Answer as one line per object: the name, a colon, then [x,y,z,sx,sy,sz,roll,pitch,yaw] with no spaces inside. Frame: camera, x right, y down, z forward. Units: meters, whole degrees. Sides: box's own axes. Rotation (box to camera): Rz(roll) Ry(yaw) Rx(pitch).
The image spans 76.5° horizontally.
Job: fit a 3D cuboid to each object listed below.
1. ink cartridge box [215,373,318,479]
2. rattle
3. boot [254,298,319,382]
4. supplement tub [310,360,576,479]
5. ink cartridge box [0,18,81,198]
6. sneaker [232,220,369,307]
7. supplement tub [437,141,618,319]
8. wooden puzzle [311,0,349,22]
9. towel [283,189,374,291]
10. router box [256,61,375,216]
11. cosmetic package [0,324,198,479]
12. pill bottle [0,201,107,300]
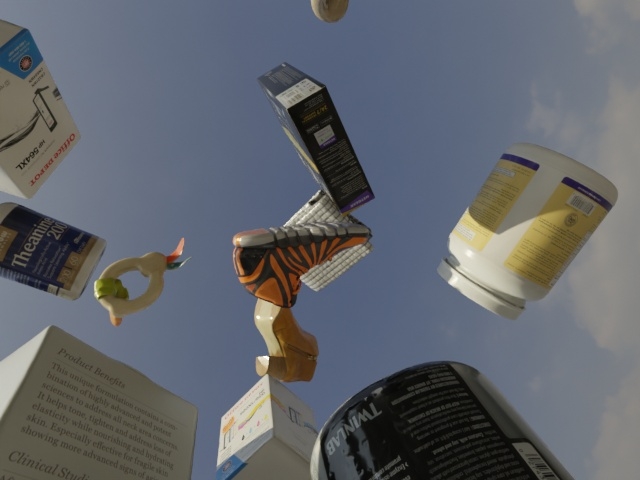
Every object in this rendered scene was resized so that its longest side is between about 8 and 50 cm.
ink cartridge box: [-0.116,0.465,0.925,0.171,0.232,0.168,-44,-74,2]
rattle: [-0.361,0.096,0.871,0.200,0.130,0.142,-42,-37,-32]
boot: [-0.088,0.263,1.196,0.211,0.104,0.295,24,-116,-48]
supplement tub: [0.125,0.255,0.265,0.194,0.316,0.193,-10,-57,-15]
ink cartridge box: [-0.449,-0.180,0.576,0.086,0.203,0.148,18,-120,1]
sneaker: [-0.038,0.053,0.955,0.321,0.124,0.180,-7,-80,-12]
supplement tub: [0.435,-0.018,0.893,0.241,0.241,0.331,19,-72,-34]
wooden puzzle: [0.017,-0.410,0.295,0.081,0.348,0.322,9,-97,0]
towel: [0.000,0.000,1.280,0.235,0.284,0.121,42,-150,-11]
router box: [-0.017,-0.222,0.850,0.081,0.309,0.243,-30,-55,0]
cosmetic package: [-0.424,0.417,0.591,0.327,0.393,0.329,-33,-57,13]
pill bottle: [-0.273,0.005,0.378,0.120,0.067,0.067,27,-102,-23]
